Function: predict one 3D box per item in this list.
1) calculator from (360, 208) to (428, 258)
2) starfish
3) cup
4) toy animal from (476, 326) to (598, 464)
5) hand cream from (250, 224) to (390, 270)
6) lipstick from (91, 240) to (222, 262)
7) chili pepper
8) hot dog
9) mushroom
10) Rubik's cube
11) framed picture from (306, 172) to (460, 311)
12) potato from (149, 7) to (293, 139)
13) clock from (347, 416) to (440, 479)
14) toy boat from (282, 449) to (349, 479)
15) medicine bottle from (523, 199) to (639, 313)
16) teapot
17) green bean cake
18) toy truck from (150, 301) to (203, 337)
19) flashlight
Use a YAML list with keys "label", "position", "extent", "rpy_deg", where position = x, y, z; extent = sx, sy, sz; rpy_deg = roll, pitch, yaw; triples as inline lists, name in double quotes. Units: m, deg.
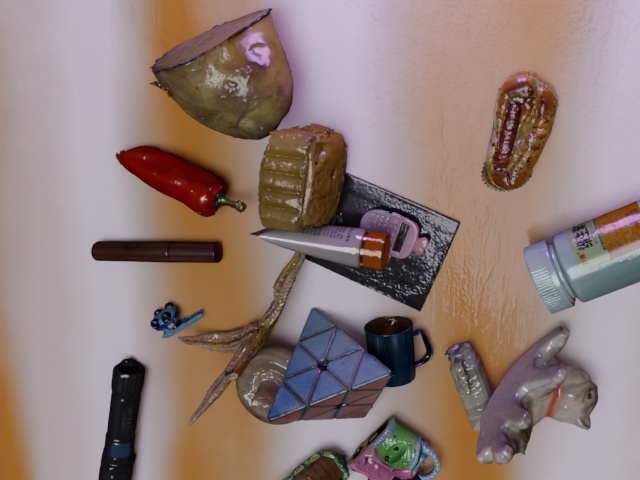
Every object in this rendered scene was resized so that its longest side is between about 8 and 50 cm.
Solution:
- label: "calculator"
  position: [0.170, -0.015, 1.785]
  extent: [0.166, 0.024, 0.103]
  rpy_deg: [24, 112, 11]
- label: "starfish"
  position: [-0.195, 0.230, 1.863]
  extent: [0.132, 0.384, 0.398]
  rpy_deg: [45, 132, -17]
- label: "cup"
  position: [0.184, 0.265, 1.831]
  extent: [0.150, 0.113, 0.138]
  rpy_deg: [-2, 108, 20]
- label: "toy animal"
  position: [0.480, 0.390, 1.698]
  extent: [0.266, 0.308, 0.188]
  rpy_deg: [-34, 110, 33]
- label: "hand cream"
  position: [0.000, 0.000, 1.780]
  extent: [0.314, 0.139, 0.089]
  rpy_deg: [13, 103, 19]
- label: "lipstick"
  position: [-0.423, 0.029, 1.982]
  extent: [0.356, 0.057, 0.057]
  rpy_deg: [1, 107, 17]
- label: "chili pepper"
  position: [-0.339, -0.145, 1.879]
  extent: [0.387, 0.110, 0.110]
  rpy_deg: [26, 113, 14]
- label: "hot dog"
  position: [0.414, -0.222, 1.630]
  extent: [0.131, 0.069, 0.253]
  rpy_deg: [17, 112, 11]
- label: "mushroom"
  position: [-0.118, 0.370, 1.905]
  extent: [0.207, 0.215, 0.207]
  rpy_deg: [3, 105, 12]
- label: "Rubik's cube"
  position: [0.035, 0.331, 1.837]
  extent: [0.233, 0.228, 0.229]
  rpy_deg: [22, 103, 2]
- label: "framed picture"
  position: [0.133, -0.001, 1.820]
  extent: [0.323, 0.013, 0.244]
  rpy_deg: [25, 112, 9]
- label: "potato"
  position: [-0.192, -0.337, 1.705]
  extent: [0.301, 0.289, 0.237]
  rpy_deg: [-33, 116, -11]
- label: "clock"
  position: [0.194, 0.562, 1.928]
  extent: [0.195, 0.100, 0.194]
  rpy_deg: [42, 112, 0]
- label: "toy boat"
  position: [-0.042, 0.645, 2.033]
  extent: [0.293, 0.099, 0.108]
  rpy_deg: [-40, 90, 16]
- label: "medicine bottle"
  position: [0.599, 0.025, 1.600]
  extent: [0.318, 0.158, 0.158]
  rpy_deg: [-24, 98, 23]
- label: "teapot"
  position: [0.352, 0.344, 1.805]
  extent: [0.077, 0.107, 0.200]
  rpy_deg: [-18, 100, 25]
- label: "green bean cake"
  position: [-0.035, -0.138, 1.710]
  extent: [0.131, 0.224, 0.230]
  rpy_deg: [13, 105, 22]
- label: "toy truck"
  position: [-0.378, 0.199, 2.021]
  extent: [0.136, 0.063, 0.074]
  rpy_deg: [-31, 115, 22]
- label: "flashlight"
  position: [-0.557, 0.527, 2.158]
  extent: [0.103, 0.103, 0.424]
  rpy_deg: [15, 110, 13]
